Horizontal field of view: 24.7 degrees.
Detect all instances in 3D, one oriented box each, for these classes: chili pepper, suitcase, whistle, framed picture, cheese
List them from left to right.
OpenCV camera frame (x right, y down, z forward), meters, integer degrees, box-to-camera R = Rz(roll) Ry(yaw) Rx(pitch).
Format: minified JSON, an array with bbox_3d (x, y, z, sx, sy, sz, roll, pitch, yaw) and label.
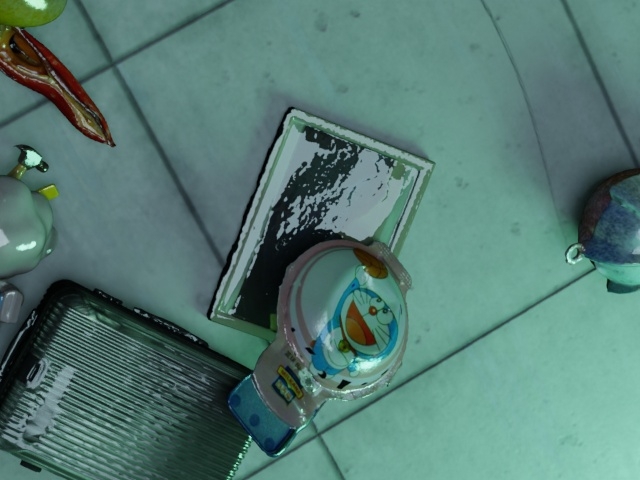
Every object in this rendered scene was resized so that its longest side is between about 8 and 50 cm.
[{"bbox_3d":[-0.312,-0.196,1.547,0.059,0.050,0.268,-41,111,17],"label":"chili pepper"},{"bbox_3d":[-0.201,0.186,1.613,0.312,0.128,0.202,29,91,-18],"label":"suitcase"},{"bbox_3d":[0.000,0.000,1.689,0.192,0.018,0.265,19,96,-17],"label":"framed picture"},{"bbox_3d":[0.006,0.113,1.626,0.286,0.074,0.189,-46,108,-30],"label":"cheese"},{"bbox_3d":[0.437,-0.035,1.752,0.346,0.133,0.142,-20,102,-20],"label":"whistle"}]

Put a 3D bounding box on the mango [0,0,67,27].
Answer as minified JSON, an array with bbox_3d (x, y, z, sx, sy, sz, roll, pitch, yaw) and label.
[{"bbox_3d":[-0.351,-0.387,1.417,0.221,0.199,0.384,-42,120,-46],"label":"mango"}]

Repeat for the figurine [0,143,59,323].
[{"bbox_3d":[-0.351,0.013,1.553,0.137,0.112,0.229,12,108,-22],"label":"figurine"}]
